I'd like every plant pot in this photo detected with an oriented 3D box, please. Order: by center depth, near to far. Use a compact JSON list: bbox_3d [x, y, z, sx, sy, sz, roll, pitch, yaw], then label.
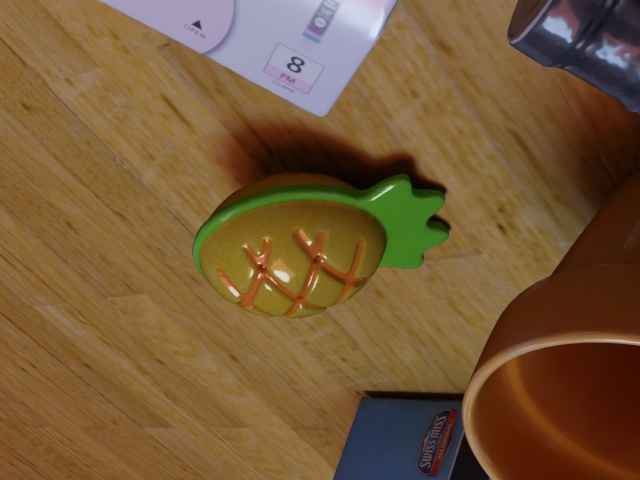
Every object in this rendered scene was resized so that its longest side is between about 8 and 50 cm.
[{"bbox_3d":[0.208,0.057,0.600,0.205,0.188,0.205,18,140,16],"label":"plant pot"}]

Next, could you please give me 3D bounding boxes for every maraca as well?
[{"bbox_3d":[0.000,0.000,0.748,0.185,0.099,0.127,-11,146,4],"label":"maraca"}]

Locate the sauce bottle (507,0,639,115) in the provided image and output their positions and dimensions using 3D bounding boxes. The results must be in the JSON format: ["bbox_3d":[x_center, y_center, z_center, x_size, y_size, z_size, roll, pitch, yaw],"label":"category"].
[{"bbox_3d":[0.255,-0.043,0.512,0.344,0.111,0.111,26,147,-8],"label":"sauce bottle"}]

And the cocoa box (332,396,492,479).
[{"bbox_3d":[0.124,0.345,0.928,0.228,0.347,0.231,-4,139,35],"label":"cocoa box"}]

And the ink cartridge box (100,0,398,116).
[{"bbox_3d":[-0.033,-0.183,0.541,0.189,0.066,0.232,28,151,-7],"label":"ink cartridge box"}]
